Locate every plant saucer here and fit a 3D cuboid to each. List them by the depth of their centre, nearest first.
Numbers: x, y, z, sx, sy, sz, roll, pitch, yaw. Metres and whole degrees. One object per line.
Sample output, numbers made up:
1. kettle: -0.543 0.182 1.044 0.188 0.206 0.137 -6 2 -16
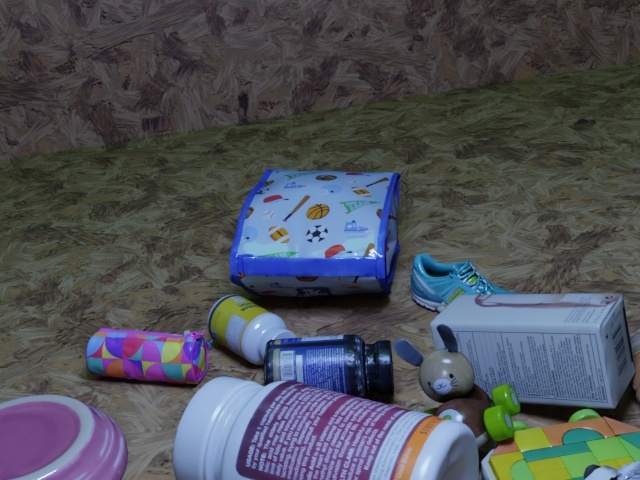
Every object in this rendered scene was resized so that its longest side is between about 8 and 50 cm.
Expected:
1. plant saucer: -0.487 0.357 1.494 0.332 0.084 0.332 -5 26 2

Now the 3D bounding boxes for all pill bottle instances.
1. pill bottle: 0.004 0.323 1.283 0.392 0.224 0.224 9 30 29
2. pill bottle: 0.017 0.227 1.595 0.219 0.123 0.123 -4 26 5
3. pill bottle: -0.129 0.178 1.755 0.103 0.103 0.184 -25 31 -34

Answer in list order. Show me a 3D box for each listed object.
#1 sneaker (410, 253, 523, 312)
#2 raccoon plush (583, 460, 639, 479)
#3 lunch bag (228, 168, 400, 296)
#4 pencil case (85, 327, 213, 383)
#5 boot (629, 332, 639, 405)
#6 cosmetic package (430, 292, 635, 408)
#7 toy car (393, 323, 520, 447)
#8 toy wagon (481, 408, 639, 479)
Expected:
1. sneaker: 0.291 0.098 1.813 0.275 0.110 0.107 15 33 37
2. raccoon plush: 0.368 0.400 0.801 0.216 0.299 0.446 -16 52 -45
3. lunch bag: 0.000 0.000 1.950 0.327 0.239 0.385 0 19 9
4. pencil case: -0.325 0.215 1.734 0.236 0.104 0.104 -1 26 14
5. boot: 0.646 0.214 1.481 0.283 0.109 0.220 -3 24 12
6. cosmetic package: 0.352 0.178 1.522 0.296 0.153 0.129 -2 21 35
7. toy car: 0.196 0.225 1.416 0.155 0.188 0.149 -24 7 24
8. toy wagon: 0.415 0.340 1.325 0.344 0.068 0.267 -9 26 -4
